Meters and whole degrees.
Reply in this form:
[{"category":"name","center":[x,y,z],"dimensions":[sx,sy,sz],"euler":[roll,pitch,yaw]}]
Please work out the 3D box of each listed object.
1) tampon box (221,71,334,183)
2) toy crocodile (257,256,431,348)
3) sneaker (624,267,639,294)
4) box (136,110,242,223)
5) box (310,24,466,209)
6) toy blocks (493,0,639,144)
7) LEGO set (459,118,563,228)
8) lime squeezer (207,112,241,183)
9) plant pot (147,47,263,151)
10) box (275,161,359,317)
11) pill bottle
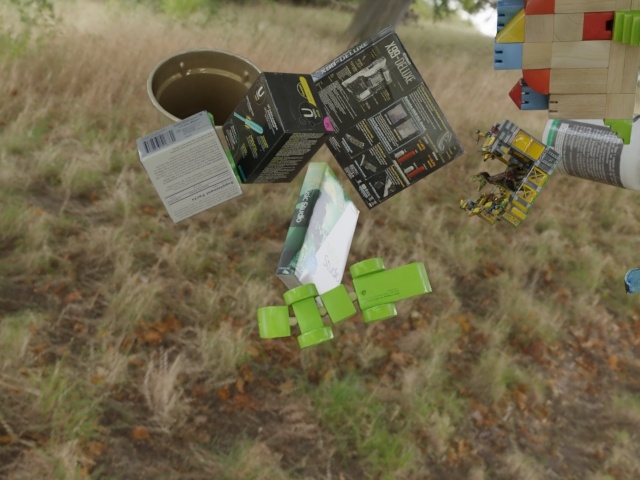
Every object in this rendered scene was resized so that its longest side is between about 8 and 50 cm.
[{"category":"tampon box","center":[-0.073,-0.185,1.305],"dimensions":[0.101,0.161,0.120],"euler":[-6,66,-36]},{"category":"toy crocodile","center":[0.042,0.119,1.481],"dimensions":[0.105,0.340,0.115],"euler":[76,-6,-80]},{"category":"sneaker","center":[0.849,0.098,2.004],"dimensions":[0.162,0.063,0.073],"euler":[-16,7,-24]},{"category":"box","center":[-0.212,-0.119,1.266],"dimensions":[0.072,0.126,0.137],"euler":[-119,-173,-50]},{"category":"box","center":[0.123,-0.253,1.631],"dimensions":[0.307,0.242,0.076],"euler":[54,13,-21]},{"category":"toy blocks","center":[0.416,-0.361,1.356],"dimensions":[0.261,0.381,0.191],"euler":[2,32,13]},{"category":"LEGO set","center":[0.426,-0.170,1.923],"dimensions":[0.192,0.255,0.331],"euler":[33,9,-3]},{"category":"lime squeezer","center":[-0.174,-0.178,1.697],"dimensions":[0.310,0.110,0.059],"euler":[22,35,-56]},{"category":"plant pot","center":[-0.320,-0.320,2.210],"dimensions":[0.334,0.305,0.334],"euler":[6,50,-7]},{"category":"box","center":[0.000,0.000,1.946],"dimensions":[0.058,0.322,0.232],"euler":[0,-31,27]},{"category":"pill bottle","center":[0.811,-0.251,2.136],"dimensions":[0.204,0.204,0.361],"euler":[13,7,-44]}]
